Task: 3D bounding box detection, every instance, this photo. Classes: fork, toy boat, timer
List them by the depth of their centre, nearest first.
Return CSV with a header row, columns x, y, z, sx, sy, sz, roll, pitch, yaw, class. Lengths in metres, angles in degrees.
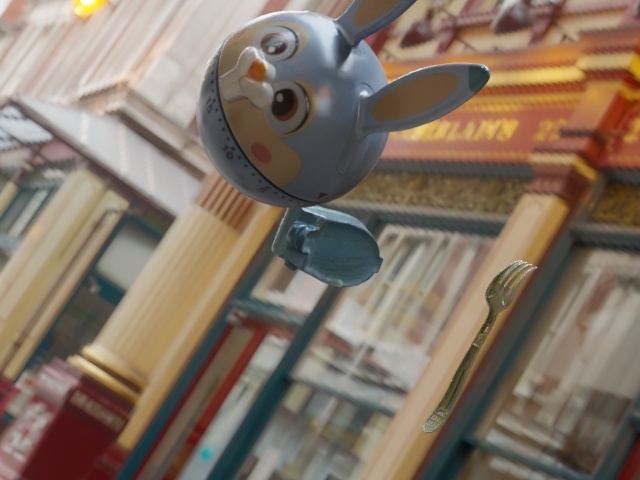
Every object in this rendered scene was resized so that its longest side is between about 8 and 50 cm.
x,y,z,sx,sy,sz,roll,pitch,yaw,class
-0.003,-0.120,1.005,0.175,0.175,0.255,34,-28,-7,timer
0.167,0.113,1.427,0.034,0.219,0.028,28,-7,33,fork
0.000,0.000,1.658,0.102,0.088,0.215,27,6,36,toy boat
